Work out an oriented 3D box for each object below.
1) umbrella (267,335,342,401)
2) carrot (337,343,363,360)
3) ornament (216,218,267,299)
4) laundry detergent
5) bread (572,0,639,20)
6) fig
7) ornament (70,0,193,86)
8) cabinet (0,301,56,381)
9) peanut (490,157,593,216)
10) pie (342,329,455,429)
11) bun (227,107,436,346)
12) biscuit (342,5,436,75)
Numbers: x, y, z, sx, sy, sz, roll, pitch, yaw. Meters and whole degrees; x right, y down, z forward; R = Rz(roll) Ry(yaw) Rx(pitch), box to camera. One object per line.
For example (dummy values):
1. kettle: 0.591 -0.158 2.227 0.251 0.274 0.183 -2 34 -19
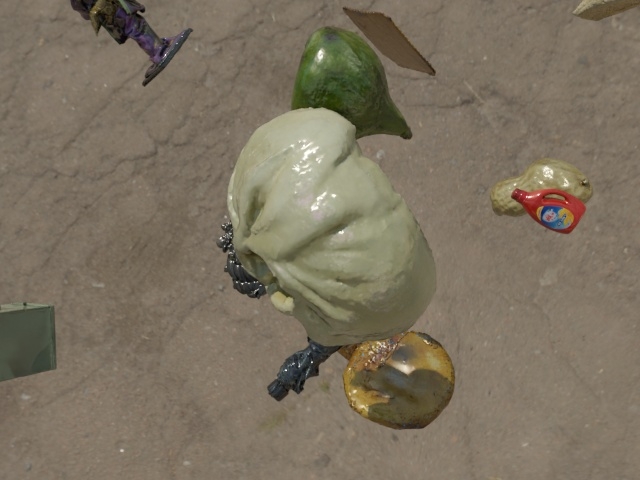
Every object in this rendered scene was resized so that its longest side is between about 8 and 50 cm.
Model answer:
1. umbrella: -0.012 0.202 1.049 0.224 0.080 0.071 -43 104 -5
2. carrot: 0.084 0.290 1.511 0.069 0.069 0.229 -48 36 -12
3. ornament: -0.195 0.048 1.687 0.261 0.106 0.251 1 83 12
4. laundry detergent: 0.541 -0.085 1.373 0.165 0.049 0.097 27 116 4
5. bread: 0.628 -0.503 1.219 0.077 0.152 0.105 1 63 -19
6. fig: 0.068 -0.258 1.015 0.235 0.203 0.203 18 70 -3
7. ornament: -0.285 -0.304 0.765 0.203 0.081 0.088 33 65 -21
8. cabinet: -0.694 0.213 1.200 0.145 0.206 0.150 -1 91 31
9. peanut: 0.653 -0.160 1.710 0.291 0.143 0.159 -11 77 39
10. pie: 0.181 0.318 1.323 0.274 0.069 0.273 1 46 -1
11. bun: 0.000 0.000 0.809 0.219 0.365 0.365 -36 66 -6
12. biscuit: 0.178 -0.519 1.490 0.013 0.237 0.232 -52 36 3
